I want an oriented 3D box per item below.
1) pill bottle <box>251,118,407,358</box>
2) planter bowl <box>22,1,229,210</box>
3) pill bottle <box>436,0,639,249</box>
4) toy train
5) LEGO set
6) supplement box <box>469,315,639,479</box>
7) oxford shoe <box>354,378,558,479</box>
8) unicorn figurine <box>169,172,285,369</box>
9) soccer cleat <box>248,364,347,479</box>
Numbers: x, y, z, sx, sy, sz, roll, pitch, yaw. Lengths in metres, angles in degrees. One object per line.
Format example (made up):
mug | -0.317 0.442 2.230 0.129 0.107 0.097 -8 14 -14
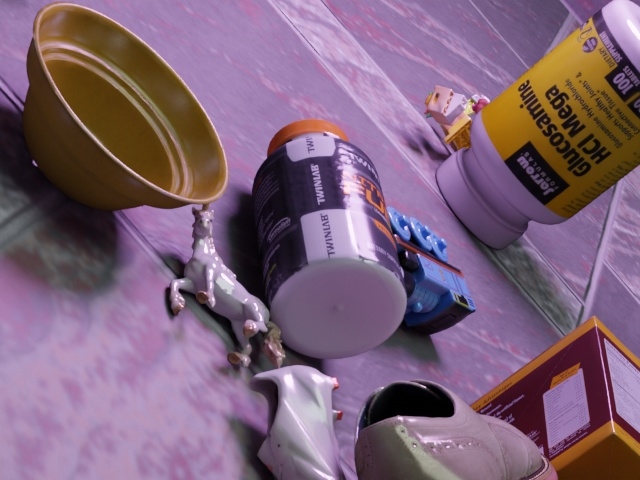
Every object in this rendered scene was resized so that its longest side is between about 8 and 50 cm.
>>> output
pill bottle | 0.002 -0.013 1.483 0.130 0.130 0.246 35 28 -33
planter bowl | -0.187 -0.092 1.312 0.217 0.090 0.217 40 24 -22
pill bottle | 0.318 -0.141 1.993 0.188 0.334 0.188 40 25 -22
toy train | 0.094 0.033 1.631 0.184 0.080 0.105 27 36 -58
LEGO set | 0.204 -0.180 2.137 0.287 0.132 0.107 -7 46 -47
supplement box | 0.243 0.216 1.496 0.129 0.191 0.194 42 25 -19
oxford shoe | 0.108 0.175 1.291 0.146 0.140 0.397 64 6 2
unicorn figurine | -0.088 0.040 1.348 0.162 0.060 0.111 60 19 -19
soccer cleat | -0.012 0.192 1.250 0.076 0.068 0.196 1 54 -22
